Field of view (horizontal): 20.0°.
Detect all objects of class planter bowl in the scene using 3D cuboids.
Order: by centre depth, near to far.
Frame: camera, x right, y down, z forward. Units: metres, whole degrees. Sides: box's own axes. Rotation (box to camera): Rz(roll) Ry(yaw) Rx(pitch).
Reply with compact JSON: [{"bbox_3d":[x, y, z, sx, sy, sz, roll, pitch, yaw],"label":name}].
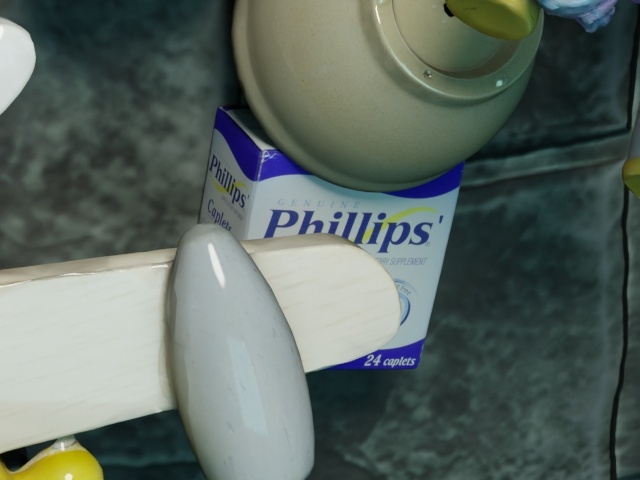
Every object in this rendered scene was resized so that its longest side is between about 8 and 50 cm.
[{"bbox_3d":[0.048,-0.112,0.935,0.162,0.109,0.162,3,82,-23],"label":"planter bowl"}]

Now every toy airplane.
[{"bbox_3d":[-0.193,0.091,0.845,0.386,0.272,0.384,-46,130,13],"label":"toy airplane"}]

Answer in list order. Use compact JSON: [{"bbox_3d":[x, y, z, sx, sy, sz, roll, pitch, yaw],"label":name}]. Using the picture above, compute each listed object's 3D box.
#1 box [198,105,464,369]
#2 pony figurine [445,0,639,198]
[{"bbox_3d":[0.000,0.000,1.031,0.126,0.072,0.137,1,114,-24],"label":"box"},{"bbox_3d":[0.181,-0.239,0.856,0.351,0.303,0.363,36,67,-45],"label":"pony figurine"}]
